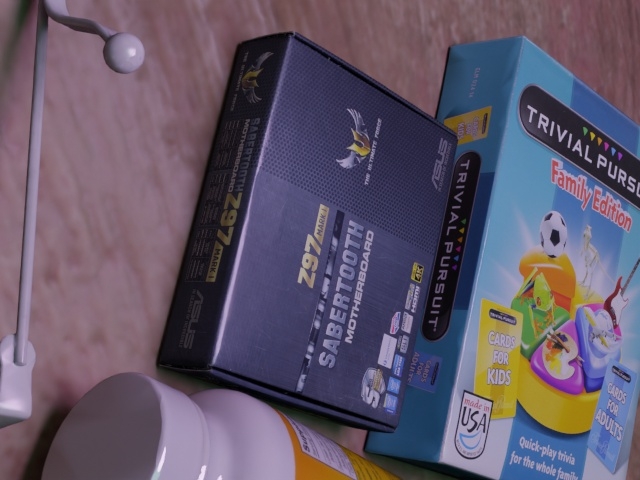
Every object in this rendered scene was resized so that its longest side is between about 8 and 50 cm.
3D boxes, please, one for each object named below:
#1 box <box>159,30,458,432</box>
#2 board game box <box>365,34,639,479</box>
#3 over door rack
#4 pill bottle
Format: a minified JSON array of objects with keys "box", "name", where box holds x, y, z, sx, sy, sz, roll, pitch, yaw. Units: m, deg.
[{"box":[0.000,0.000,0.819,0.183,0.059,0.232,26,71,-41],"name":"box"},{"box":[0.180,0.039,0.984,0.254,0.079,0.336,25,72,-42],"name":"board game box"},{"box":[-0.212,-0.078,0.564,0.239,0.108,0.324,19,72,-42],"name":"over door rack"},{"box":[-0.042,0.172,0.720,0.246,0.136,0.136,35,65,-39],"name":"pill bottle"}]
